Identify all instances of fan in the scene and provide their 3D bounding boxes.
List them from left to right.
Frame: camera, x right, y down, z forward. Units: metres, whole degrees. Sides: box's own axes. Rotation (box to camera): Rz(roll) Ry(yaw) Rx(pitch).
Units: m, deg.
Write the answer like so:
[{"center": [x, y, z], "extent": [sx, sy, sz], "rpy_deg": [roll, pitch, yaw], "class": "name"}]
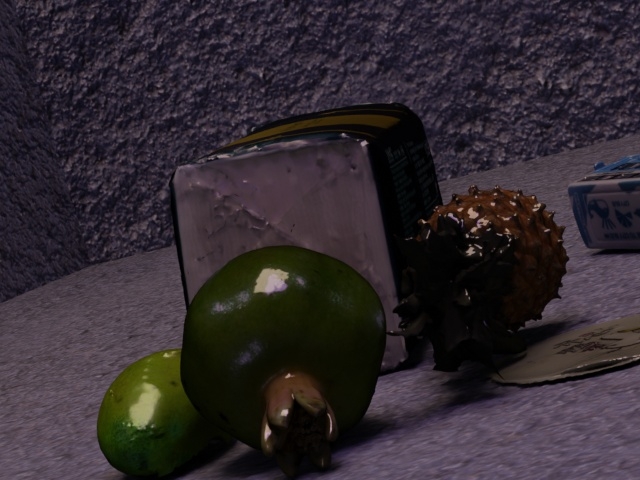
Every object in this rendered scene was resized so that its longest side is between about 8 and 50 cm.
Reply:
[{"center": [0.292, 0.088, 1.514], "extent": [0.233, 0.012, 0.415], "rpy_deg": [-19, 5, -21], "class": "fan"}]

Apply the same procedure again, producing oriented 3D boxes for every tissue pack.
[{"center": [0.000, 0.000, 1.942], "extent": [0.253, 0.264, 0.416], "rpy_deg": [-10, 8, 9], "class": "tissue pack"}]

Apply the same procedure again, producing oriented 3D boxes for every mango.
[{"center": [-0.144, 0.158, 1.608], "extent": [0.119, 0.100, 0.178], "rpy_deg": [-11, 14, 17], "class": "mango"}]

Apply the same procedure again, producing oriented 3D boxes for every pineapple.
[{"center": [0.135, 0.042, 1.629], "extent": [0.165, 0.165, 0.364], "rpy_deg": [-14, 6, 17], "class": "pineapple"}]

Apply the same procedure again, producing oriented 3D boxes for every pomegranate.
[{"center": [-0.029, 0.109, 1.490], "extent": [0.187, 0.187, 0.225], "rpy_deg": [-16, 30, -1], "class": "pomegranate"}]

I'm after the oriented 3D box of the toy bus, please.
[{"center": [0.426, -0.050, 2.071], "extent": [0.131, 0.106, 0.297], "rpy_deg": [-23, 9, -25], "class": "toy bus"}]
